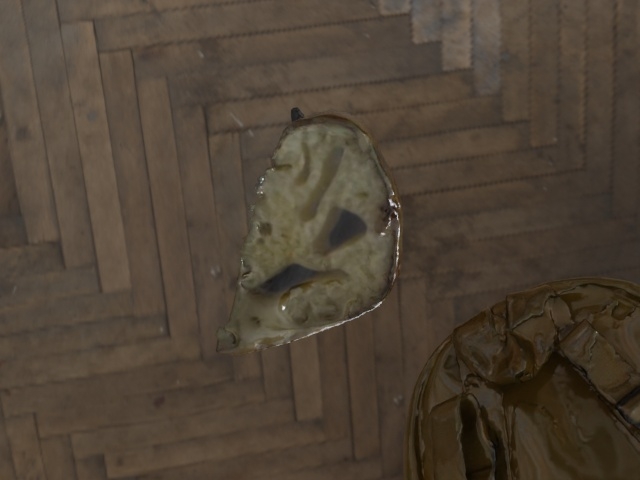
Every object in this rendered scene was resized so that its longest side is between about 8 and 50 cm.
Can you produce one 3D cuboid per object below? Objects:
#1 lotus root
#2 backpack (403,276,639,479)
[{"bbox_3d":[0.000,0.000,1.097,0.170,0.074,0.261,11,95,1],"label":"lotus root"},{"bbox_3d":[0.243,0.214,0.891,0.353,0.378,0.201,-21,154,11],"label":"backpack"}]
